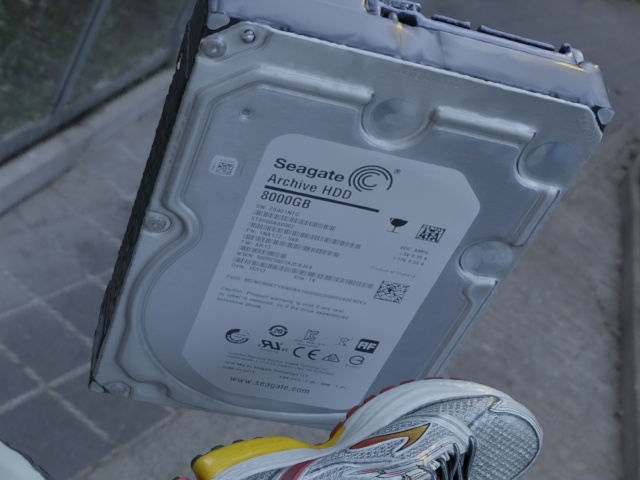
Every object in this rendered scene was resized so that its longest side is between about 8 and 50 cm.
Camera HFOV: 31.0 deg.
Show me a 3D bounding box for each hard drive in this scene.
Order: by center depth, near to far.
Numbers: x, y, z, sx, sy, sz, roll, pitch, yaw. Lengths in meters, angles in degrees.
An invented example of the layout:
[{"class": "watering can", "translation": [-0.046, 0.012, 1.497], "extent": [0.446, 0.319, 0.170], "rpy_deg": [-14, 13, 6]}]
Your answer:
[{"class": "hard drive", "translation": [0.000, 0.000, 0.729], "extent": [0.236, 0.339, 0.064], "rpy_deg": [12, 45, -16]}]

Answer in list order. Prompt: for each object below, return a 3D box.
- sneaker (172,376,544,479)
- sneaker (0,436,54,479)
[{"class": "sneaker", "translation": [0.035, 0.137, 0.596], "extent": [0.225, 0.088, 0.092], "rpy_deg": [-15, 21, -34]}, {"class": "sneaker", "translation": [-0.202, 0.105, 0.363], "extent": [0.182, 0.158, 0.410], "rpy_deg": [0, 26, -37]}]
